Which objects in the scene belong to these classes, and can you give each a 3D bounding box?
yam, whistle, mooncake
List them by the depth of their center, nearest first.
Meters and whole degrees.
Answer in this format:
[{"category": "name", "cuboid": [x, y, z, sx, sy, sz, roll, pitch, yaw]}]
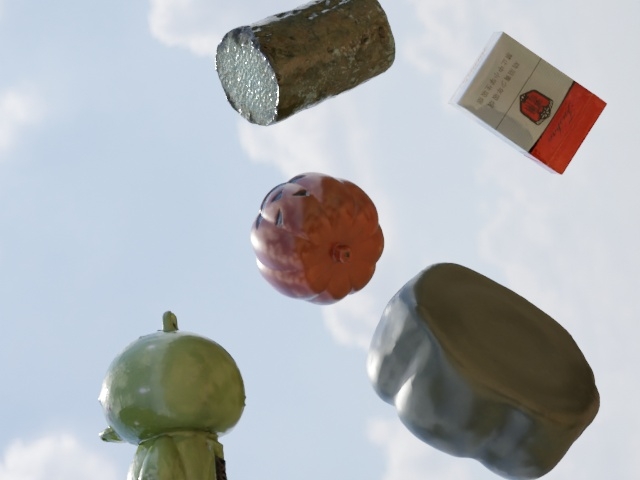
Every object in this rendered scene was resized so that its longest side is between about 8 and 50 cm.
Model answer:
[{"category": "whistle", "cuboid": [-0.143, 0.208, 1.674, 0.141, 0.141, 0.294, 49, -134, -69]}, {"category": "yam", "cuboid": [-0.006, -0.195, 1.916, 0.194, 0.107, 0.107, -25, -72, -36]}, {"category": "mooncake", "cuboid": [0.179, 0.150, 2.045, 0.135, 0.275, 0.275, -60, 8, 25]}]

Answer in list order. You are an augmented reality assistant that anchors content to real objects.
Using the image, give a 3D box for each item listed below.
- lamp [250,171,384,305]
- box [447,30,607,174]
[{"category": "lamp", "cuboid": [0.000, 0.000, 2.577, 0.164, 0.187, 0.187, 33, 144, 58]}, {"category": "box", "cuboid": [0.235, -0.156, 2.091, 0.152, 0.100, 0.048, 33, -179, -15]}]
